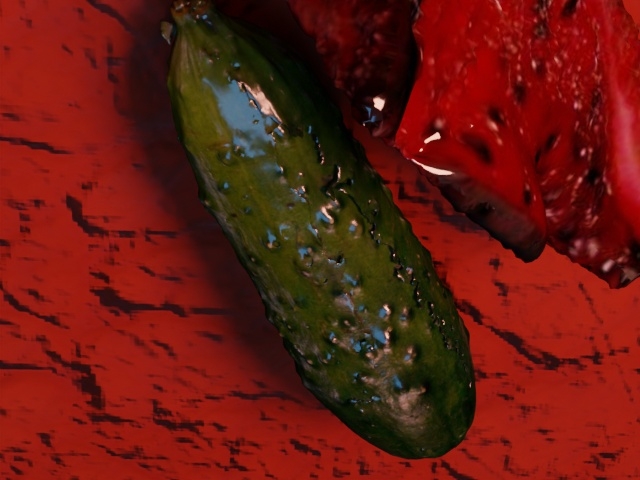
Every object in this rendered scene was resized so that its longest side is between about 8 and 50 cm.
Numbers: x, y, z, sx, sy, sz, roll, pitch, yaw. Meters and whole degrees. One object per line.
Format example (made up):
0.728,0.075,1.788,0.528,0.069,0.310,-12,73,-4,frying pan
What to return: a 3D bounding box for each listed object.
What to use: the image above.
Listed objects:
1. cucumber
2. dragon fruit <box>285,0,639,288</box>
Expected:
0.000,0.000,0.707,0.069,0.069,0.227,-18,131,15,cucumber
0.070,-0.053,0.622,0.092,0.122,0.192,-36,127,10,dragon fruit
